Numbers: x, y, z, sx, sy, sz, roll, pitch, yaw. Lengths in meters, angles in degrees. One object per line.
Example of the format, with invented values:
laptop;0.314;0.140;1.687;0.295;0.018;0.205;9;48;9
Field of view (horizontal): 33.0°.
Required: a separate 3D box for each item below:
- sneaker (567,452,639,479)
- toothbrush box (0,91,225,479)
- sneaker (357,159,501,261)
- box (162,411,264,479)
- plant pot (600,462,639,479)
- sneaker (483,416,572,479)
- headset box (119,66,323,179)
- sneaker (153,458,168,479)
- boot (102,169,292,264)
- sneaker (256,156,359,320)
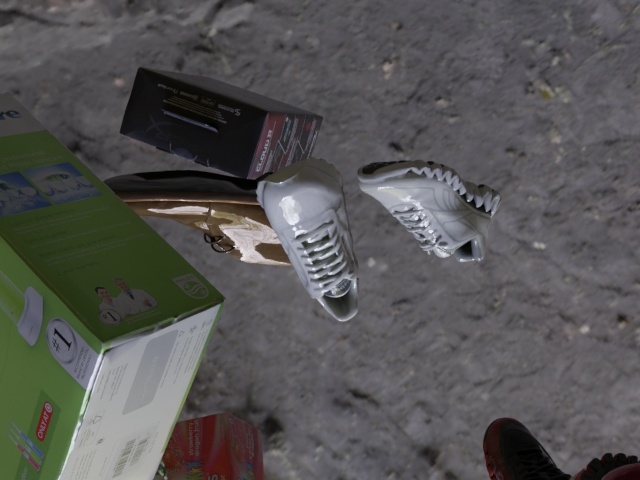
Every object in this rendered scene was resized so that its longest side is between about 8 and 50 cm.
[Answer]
sneaker;0.427;0.326;1.286;0.299;0.121;0.112;17;150;-6
toothbrush box;-0.233;0.049;0.844;0.283;0.122;0.206;39;125;24
sneaker;0.161;-0.043;1.558;0.110;0.292;0.118;2;79;44
box;-0.183;0.452;1.778;0.154;0.300;0.142;-13;153;18
plant pot;0.323;0.316;0.930;0.201;0.201;0.180;16;107;35
sneaker;0.310;0.348;1.512;0.135;0.098;0.276;96;161;-46
headset box;-0.149;-0.176;1.648;0.218;0.293;0.110;20;100;16
sneaker;-0.209;0.325;1.214;0.065;0.076;0.166;81;-177;-67
boot;-0.124;-0.025;1.343;0.112;0.305;0.115;-130;47;-62
sneaker;0.000;0.000;1.124;0.235;0.090;0.095;61;-171;-60
